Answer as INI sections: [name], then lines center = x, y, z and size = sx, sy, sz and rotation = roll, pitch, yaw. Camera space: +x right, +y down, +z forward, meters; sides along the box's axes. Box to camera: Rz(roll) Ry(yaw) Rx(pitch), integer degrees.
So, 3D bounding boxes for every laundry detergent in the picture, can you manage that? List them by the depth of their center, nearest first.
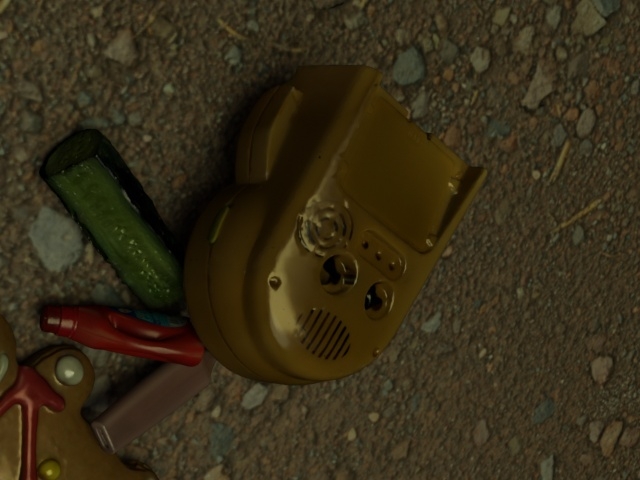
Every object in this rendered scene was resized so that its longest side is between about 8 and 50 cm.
[laundry detergent]
center = -0.208, 0.096, 1.119
size = 0.165, 0.097, 0.049
rotation = 11, 96, -23

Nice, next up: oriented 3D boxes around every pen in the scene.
[pen]
center = -0.167, 0.160, 1.171
size = 0.197, 0.032, 0.053
rotation = -35, 112, -42

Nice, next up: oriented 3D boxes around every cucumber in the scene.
[cucumber]
center = -0.198, -0.018, 1.118
size = 0.078, 0.062, 0.211
rotation = -21, 128, 16

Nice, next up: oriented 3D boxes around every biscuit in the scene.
[biscuit]
center = -0.305, 0.204, 1.087
size = 0.216, 0.047, 0.339
rotation = -39, 113, -32

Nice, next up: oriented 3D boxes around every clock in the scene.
[clock]
center = 0.000, 0.000, 1.131
size = 0.244, 0.200, 0.317
rotation = 37, 69, -30
